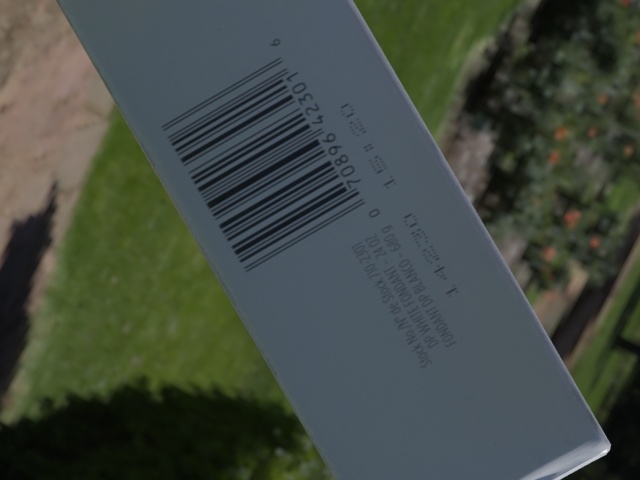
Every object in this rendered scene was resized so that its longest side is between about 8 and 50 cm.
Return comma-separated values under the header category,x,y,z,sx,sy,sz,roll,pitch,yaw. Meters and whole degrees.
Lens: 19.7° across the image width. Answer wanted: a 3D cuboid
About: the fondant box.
category,x,y,z,sx,sy,sz,roll,pitch,yaw
fondant box,0.000,0.000,0.800,0.096,0.238,0.330,-30,179,-2
